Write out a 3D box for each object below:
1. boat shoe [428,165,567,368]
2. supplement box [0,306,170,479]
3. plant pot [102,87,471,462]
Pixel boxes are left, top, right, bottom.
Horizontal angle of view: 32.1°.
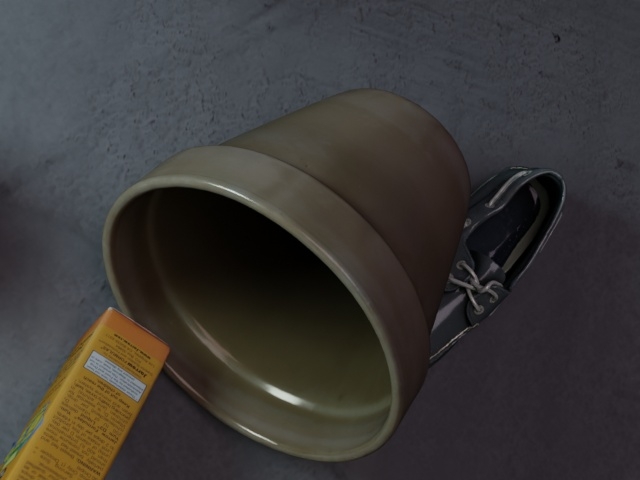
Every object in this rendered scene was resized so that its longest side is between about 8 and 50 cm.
[{"bbox_3d":[0.160,0.030,1.226,0.116,0.099,0.319,48,67,-9],"label":"boat shoe"},{"bbox_3d":[-0.220,0.172,1.000,0.080,0.078,0.233,36,40,-14],"label":"supplement box"},{"bbox_3d":[0.000,0.000,1.079,0.323,0.323,0.280,48,50,-9],"label":"plant pot"}]
